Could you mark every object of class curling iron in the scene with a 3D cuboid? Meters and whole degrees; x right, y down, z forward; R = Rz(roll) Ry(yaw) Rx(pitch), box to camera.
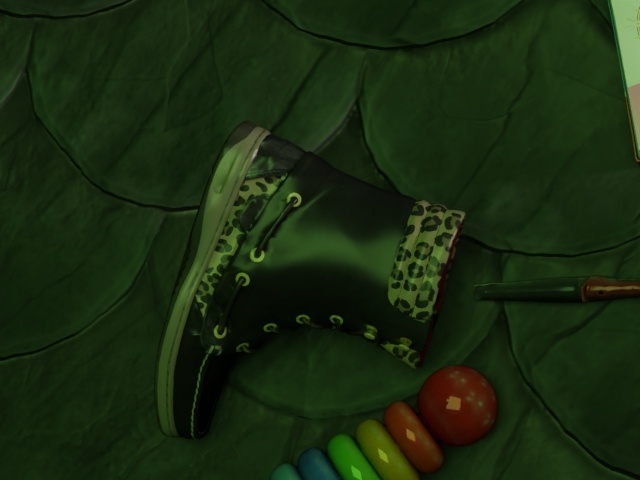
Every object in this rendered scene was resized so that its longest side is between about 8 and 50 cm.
[{"bbox_3d":[0.301,0.066,1.790,0.274,0.035,0.068,6,79,18],"label":"curling iron"}]

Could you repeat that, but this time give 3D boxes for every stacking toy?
[{"bbox_3d":[0.051,0.251,1.788,0.330,0.141,0.141,-37,70,-1],"label":"stacking toy"}]

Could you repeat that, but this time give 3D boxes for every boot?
[{"bbox_3d":[-0.017,0.082,1.823,0.284,0.138,0.377,18,101,7],"label":"boot"}]

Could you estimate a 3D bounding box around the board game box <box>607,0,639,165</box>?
[{"bbox_3d":[0.480,-0.228,1.769,0.316,0.064,0.242,-10,83,15],"label":"board game box"}]
